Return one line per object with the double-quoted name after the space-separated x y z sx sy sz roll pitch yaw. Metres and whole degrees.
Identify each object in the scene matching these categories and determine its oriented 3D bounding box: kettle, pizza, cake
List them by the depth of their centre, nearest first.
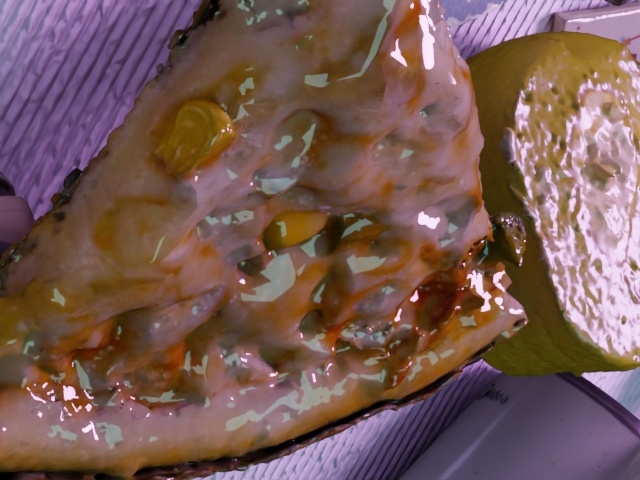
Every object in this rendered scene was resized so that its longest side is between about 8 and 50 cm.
-0.009 0.025 1.056 0.435 0.080 0.392 -48 141 12 "pizza"
0.178 -0.024 1.279 0.179 0.156 0.260 -33 103 -41 "cake"
0.156 0.302 1.398 0.250 0.361 0.376 46 76 -14 "kettle"

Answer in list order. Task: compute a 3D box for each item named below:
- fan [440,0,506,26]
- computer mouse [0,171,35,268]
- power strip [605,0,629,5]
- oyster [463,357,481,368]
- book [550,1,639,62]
0.078 -0.229 1.201 0.131 0.009 0.240 -49 140 -7 "fan"
-0.238 0.069 1.035 0.145 0.082 0.236 -19 124 -35 "computer mouse"
0.325 -0.286 1.388 0.268 0.034 0.092 -32 135 -25 "power strip"
0.170 0.056 1.450 0.345 0.078 0.128 -7 139 -43 "oyster"
0.281 -0.132 1.437 0.232 0.022 0.162 -12 124 -30 "book"
